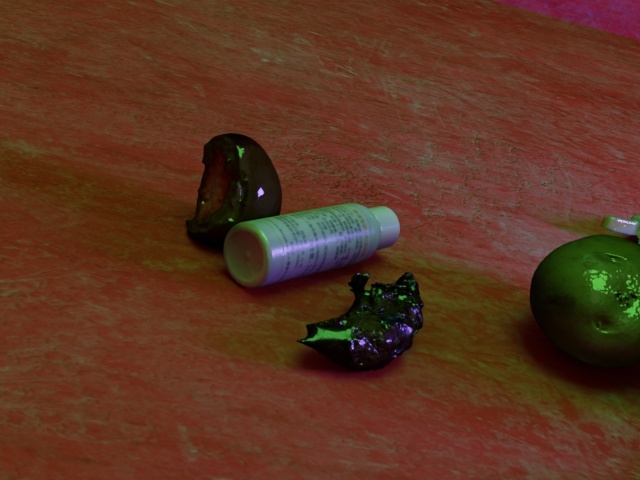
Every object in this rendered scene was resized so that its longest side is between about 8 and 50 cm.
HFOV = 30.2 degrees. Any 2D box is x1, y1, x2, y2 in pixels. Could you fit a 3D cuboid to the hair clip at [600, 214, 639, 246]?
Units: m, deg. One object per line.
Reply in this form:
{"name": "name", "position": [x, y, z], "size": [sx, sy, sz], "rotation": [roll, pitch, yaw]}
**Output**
{"name": "hair clip", "position": [0.515, 0.003, 1.858], "size": [0.159, 0.071, 0.218], "rotation": [21, 21, 10]}

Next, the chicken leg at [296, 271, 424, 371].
{"name": "chicken leg", "position": [0.057, 0.093, 1.343], "size": [0.105, 0.063, 0.234], "rotation": [21, 25, 15]}

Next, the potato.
{"name": "potato", "position": [0.357, 0.068, 1.503], "size": [0.174, 0.159, 0.251], "rotation": [45, 18, 1]}

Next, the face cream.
{"name": "face cream", "position": [0.000, 0.000, 1.473], "size": [0.082, 0.082, 0.269], "rotation": [36, 29, 32]}

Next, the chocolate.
{"name": "chocolate", "position": [-0.107, -0.064, 1.468], "size": [0.124, 0.133, 0.127], "rotation": [34, 31, 21]}
